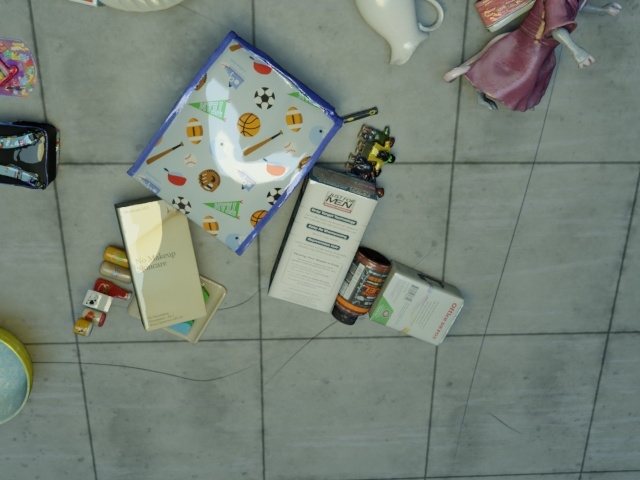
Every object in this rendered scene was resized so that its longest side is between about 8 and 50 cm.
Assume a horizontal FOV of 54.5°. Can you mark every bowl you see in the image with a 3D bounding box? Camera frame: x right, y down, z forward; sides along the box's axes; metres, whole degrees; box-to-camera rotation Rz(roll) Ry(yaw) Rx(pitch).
[{"bbox_3d":[-0.874,0.322,1.613,0.289,0.156,0.289,-1,110,-3],"label":"bowl"}]

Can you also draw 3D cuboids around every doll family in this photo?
[{"bbox_3d":[0.128,-0.188,1.539,0.111,0.076,0.193,19,113,-15],"label":"doll family"}]

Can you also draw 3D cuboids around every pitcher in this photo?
[{"bbox_3d":[0.178,-0.531,1.397,0.178,0.125,0.207,-42,120,-10],"label":"pitcher"}]

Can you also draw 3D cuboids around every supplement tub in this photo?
[{"bbox_3d":[0.101,0.124,1.633,0.106,0.106,0.198,22,108,-11],"label":"supplement tub"}]

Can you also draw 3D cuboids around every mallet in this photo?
[{"bbox_3d":[0.050,-0.281,1.518,0.189,0.039,0.062,-11,112,-4],"label":"mallet"}]

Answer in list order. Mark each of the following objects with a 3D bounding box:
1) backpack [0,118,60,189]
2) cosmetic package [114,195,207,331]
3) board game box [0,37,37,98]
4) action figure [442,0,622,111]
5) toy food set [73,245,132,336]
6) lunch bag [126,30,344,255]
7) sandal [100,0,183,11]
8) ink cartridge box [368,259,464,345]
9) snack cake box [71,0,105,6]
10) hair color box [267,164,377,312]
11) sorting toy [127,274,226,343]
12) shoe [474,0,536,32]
[{"bbox_3d":[-0.713,-0.206,1.448,0.173,0.117,0.158,6,110,-6],"label":"backpack"},{"bbox_3d":[-0.391,0.048,1.527,0.160,0.113,0.309,-15,105,-19],"label":"cosmetic package"},{"bbox_3d":[-0.742,-0.395,1.420,0.168,0.033,0.133,5,110,-6],"label":"board game box"},{"bbox_3d":[0.488,-0.472,1.377,0.275,0.248,0.370,31,129,12],"label":"action figure"},{"bbox_3d":[-0.533,0.141,1.584,0.104,0.111,0.232,21,76,-11],"label":"toy food set"},{"bbox_3d":[-0.181,-0.226,1.416,0.328,0.239,0.385,35,111,-12],"label":"lunch bag"},{"bbox_3d":[-0.304,-0.615,1.340,0.416,0.102,0.169,-24,126,-8],"label":"sandal"},{"bbox_3d":[0.253,0.169,1.666,0.212,0.093,0.154,23,108,-10],"label":"ink cartridge box"},{"bbox_3d":[-0.525,-0.647,1.312,0.152,0.089,0.264,11,110,-10],"label":"snack cake box"},{"bbox_3d":[0.000,0.000,1.546,0.174,0.105,0.347,17,120,-9],"label":"hair color box"},{"bbox_3d":[-0.383,0.163,1.650,0.208,0.038,0.193,29,106,-13],"label":"sorting toy"},{"bbox_3d":[0.444,-0.561,1.416,0.178,0.063,0.081,-31,112,19],"label":"shoe"}]
